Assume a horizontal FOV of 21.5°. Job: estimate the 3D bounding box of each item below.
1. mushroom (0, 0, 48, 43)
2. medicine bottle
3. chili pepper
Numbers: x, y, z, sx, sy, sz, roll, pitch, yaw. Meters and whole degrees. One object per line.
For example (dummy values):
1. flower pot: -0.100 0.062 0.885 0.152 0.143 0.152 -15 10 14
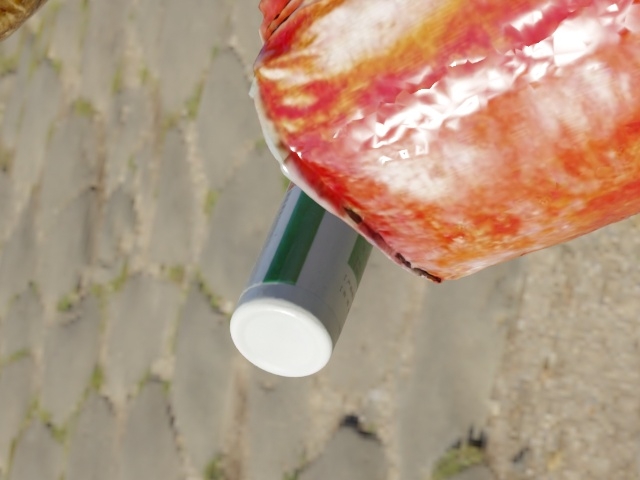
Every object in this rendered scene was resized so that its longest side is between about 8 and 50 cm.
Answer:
1. mushroom: -0.335 -0.272 1.466 0.153 0.253 0.253 125 156 -88
2. medicine bottle: 0.000 0.000 1.495 0.095 0.095 0.260 -50 13 46
3. chili pepper: 0.140 -0.122 0.926 0.305 0.251 0.229 -25 50 22
